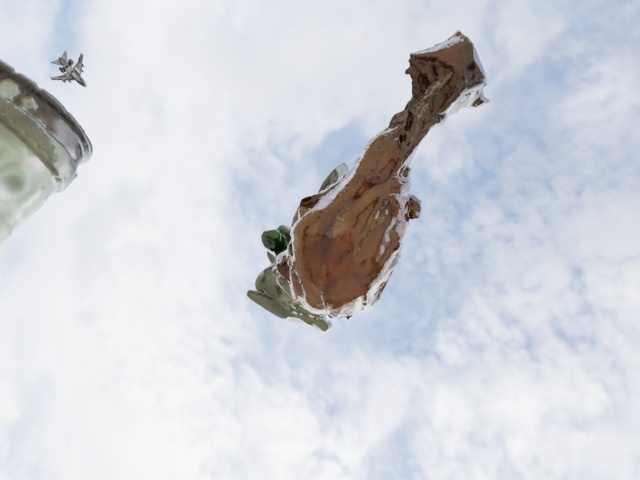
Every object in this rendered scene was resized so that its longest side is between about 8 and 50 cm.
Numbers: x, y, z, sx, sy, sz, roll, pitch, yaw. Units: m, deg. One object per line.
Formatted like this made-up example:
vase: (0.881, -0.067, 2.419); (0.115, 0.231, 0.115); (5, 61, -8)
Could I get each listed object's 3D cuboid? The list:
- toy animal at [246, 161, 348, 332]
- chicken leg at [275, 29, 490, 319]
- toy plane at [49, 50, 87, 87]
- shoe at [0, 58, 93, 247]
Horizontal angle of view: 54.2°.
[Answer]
toy animal: (-0.008, 0.007, 0.831); (0.138, 0.236, 0.108); (44, -49, -16)
chicken leg: (0.062, -0.065, 0.594); (0.113, 0.093, 0.304); (30, -89, -1)
toy plane: (-0.481, -0.327, 1.210); (0.078, 0.031, 0.083); (-42, -100, -5)
shoe: (-0.300, -0.079, 0.364); (0.293, 0.149, 0.109); (28, -30, -5)
